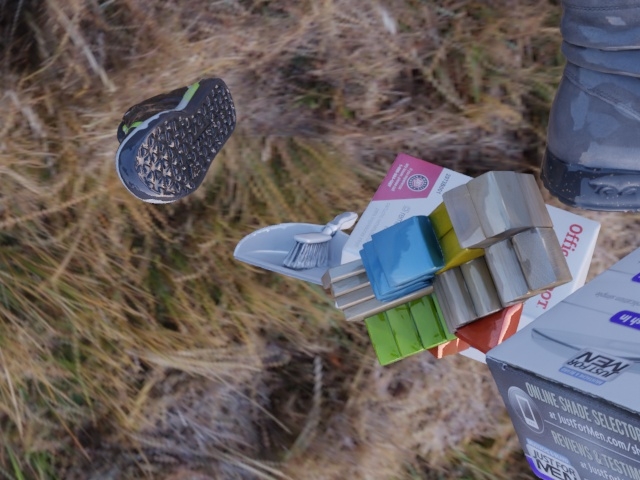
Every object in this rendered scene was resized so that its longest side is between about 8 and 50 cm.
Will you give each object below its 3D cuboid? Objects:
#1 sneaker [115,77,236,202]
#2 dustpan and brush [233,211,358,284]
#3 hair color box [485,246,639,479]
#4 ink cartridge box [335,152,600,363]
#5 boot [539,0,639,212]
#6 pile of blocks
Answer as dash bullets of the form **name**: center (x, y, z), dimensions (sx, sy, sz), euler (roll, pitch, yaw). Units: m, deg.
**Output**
- **sneaker**: center (-0.160, -0.094, 1.277), dimensions (0.097, 0.234, 0.084), euler (-8, 109, 21)
- **dustpan and brush**: center (0.000, 0.000, 1.644), dimensions (0.147, 0.211, 0.060), euler (16, 102, 21)
- **hair color box**: center (0.296, 0.044, 0.816), dimensions (0.339, 0.185, 0.110), euler (-30, 110, -19)
- **ink cartridge box**: center (0.159, 0.027, 1.377), dimensions (0.237, 0.100, 0.172), euler (20, 48, 13)
- **boot**: center (0.351, -0.134, 1.052), dimensions (0.338, 0.118, 0.222), euler (-1, 121, -6)
- **pile of blocks**: center (0.092, 0.050, 1.021), dimensions (0.149, 0.362, 0.112), euler (-18, 80, -9)
